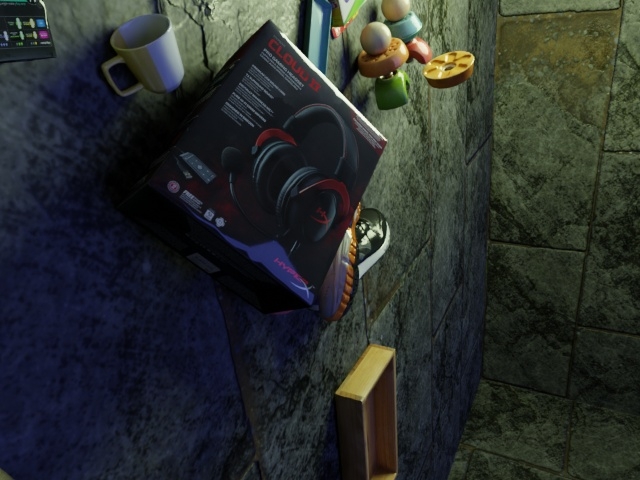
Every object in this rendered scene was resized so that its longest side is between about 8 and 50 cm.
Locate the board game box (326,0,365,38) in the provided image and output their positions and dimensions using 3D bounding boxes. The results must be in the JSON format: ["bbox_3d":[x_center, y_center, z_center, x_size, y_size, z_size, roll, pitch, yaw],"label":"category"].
[{"bbox_3d":[0.028,-0.492,0.859,0.124,0.039,0.260,-59,148,-36],"label":"board game box"}]

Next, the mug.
[{"bbox_3d":[-0.179,-0.186,0.525,0.064,0.078,0.062,74,2,-53],"label":"mug"}]

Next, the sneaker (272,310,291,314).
[{"bbox_3d":[-0.045,-0.051,0.731,0.136,0.115,0.314,31,69,-64],"label":"sneaker"}]

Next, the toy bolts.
[{"bbox_3d":[0.185,-0.408,1.028,0.229,0.218,0.159,-81,153,-44],"label":"toy bolts"}]

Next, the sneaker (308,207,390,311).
[{"bbox_3d":[0.048,-0.003,0.953,0.283,0.107,0.124,-53,135,-44],"label":"sneaker"}]

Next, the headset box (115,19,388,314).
[{"bbox_3d":[-0.058,-0.095,0.610,0.218,0.110,0.293,41,58,-24],"label":"headset box"}]

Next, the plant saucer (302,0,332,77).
[{"bbox_3d":[-0.010,-0.307,0.849,0.067,0.018,0.192,-6,102,-62],"label":"plant saucer"}]

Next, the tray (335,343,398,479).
[{"bbox_3d":[0.120,0.486,1.250,0.203,0.076,0.411,-40,132,-53],"label":"tray"}]

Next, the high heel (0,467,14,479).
[{"bbox_3d":[-0.307,0.225,0.323,0.186,0.093,0.261,-41,150,-21],"label":"high heel"}]

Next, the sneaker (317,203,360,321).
[{"bbox_3d":[0.000,0.000,0.825,0.099,0.120,0.263,54,37,-68],"label":"sneaker"}]

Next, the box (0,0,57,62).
[{"bbox_3d":[-0.246,-0.175,0.376,0.052,0.062,0.083,-39,131,-55],"label":"box"}]
